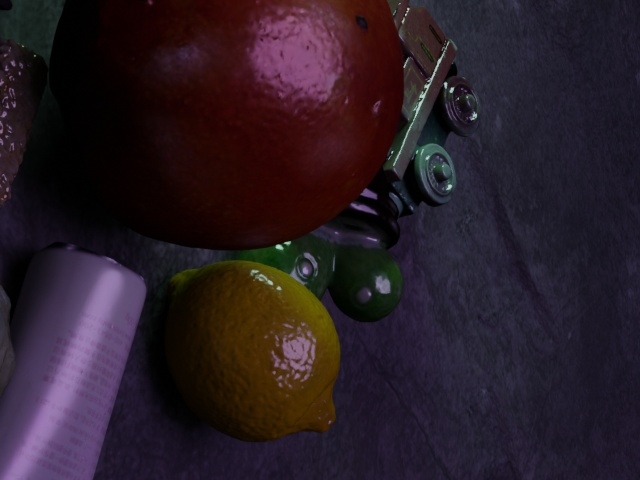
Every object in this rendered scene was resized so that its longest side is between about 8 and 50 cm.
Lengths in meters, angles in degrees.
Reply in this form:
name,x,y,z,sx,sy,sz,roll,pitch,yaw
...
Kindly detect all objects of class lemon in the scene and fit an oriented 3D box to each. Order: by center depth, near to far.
name,x,y,z,sx,sy,sz,roll,pitch,yaw
lemon,-0.077,0.122,1.922,0.244,0.187,0.187,47,34,3

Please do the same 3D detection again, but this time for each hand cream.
name,x,y,z,sx,sy,sz,roll,pitch,yaw
hand cream,-0.267,0.181,1.673,0.185,0.118,0.359,43,57,-54

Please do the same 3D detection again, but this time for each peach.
name,x,y,z,sx,sy,sz,roll,pitch,yaw
peach,-0.101,-0.168,1.749,0.388,0.388,0.388,15,72,-59

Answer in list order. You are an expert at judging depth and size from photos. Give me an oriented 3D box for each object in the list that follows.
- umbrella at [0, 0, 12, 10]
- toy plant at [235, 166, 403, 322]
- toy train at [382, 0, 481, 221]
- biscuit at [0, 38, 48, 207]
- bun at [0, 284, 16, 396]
name,x,y,z,sx,sy,sz,roll,pitch,yaw
umbrella,-0.364,-0.217,1.561,0.235,0.066,0.059,-27,106,-66
toy plant,0.000,0.000,2.088,0.218,0.175,0.235,10,68,-20
toy train,0.094,-0.168,2.320,0.221,0.150,0.304,50,45,-30
biscuit,-0.313,-0.112,1.663,0.082,0.070,0.168,36,56,-42
bun,-0.342,0.084,1.533,0.195,0.118,0.195,16,72,-62
